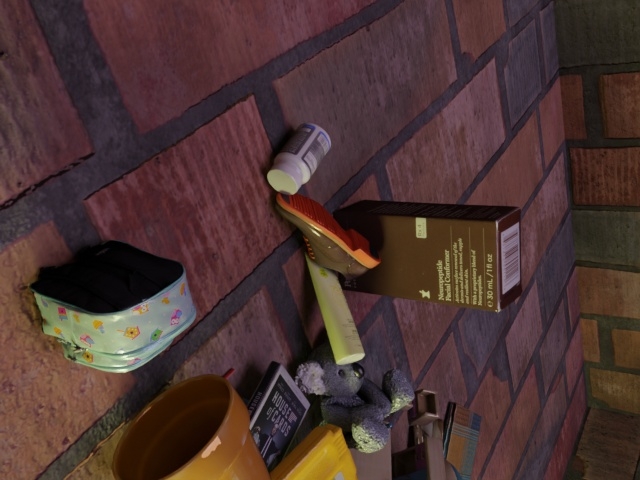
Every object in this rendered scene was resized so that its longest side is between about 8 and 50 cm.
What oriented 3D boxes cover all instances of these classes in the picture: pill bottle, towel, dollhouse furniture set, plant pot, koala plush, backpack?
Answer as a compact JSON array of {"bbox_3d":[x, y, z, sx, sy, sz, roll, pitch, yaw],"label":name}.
[{"bbox_3d":[-0.042,-0.157,1.213,0.137,0.078,0.078,-58,136,-33],"label":"pill bottle"},{"bbox_3d":[0.433,0.726,2.019,0.271,0.040,0.370,38,61,-51],"label":"towel"},{"bbox_3d":[0.119,0.505,1.530,0.303,0.198,0.286,16,55,-24],"label":"dollhouse furniture set"},{"bbox_3d":[-0.173,0.342,0.951,0.205,0.205,0.188,-52,122,-38],"label":"plant pot"},{"bbox_3d":[0.044,0.312,1.338,0.221,0.203,0.196,57,44,-13],"label":"koala plush"},{"bbox_3d":[-0.264,0.089,0.835,0.166,0.188,0.144,-34,121,-49],"label":"backpack"}]

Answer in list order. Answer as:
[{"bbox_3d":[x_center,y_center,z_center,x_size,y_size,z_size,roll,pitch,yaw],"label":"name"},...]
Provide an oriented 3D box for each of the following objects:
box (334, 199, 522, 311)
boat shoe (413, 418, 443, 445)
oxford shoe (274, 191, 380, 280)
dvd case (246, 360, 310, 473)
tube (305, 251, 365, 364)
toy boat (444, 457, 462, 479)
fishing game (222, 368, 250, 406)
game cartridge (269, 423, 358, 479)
[{"bbox_3d":[0.225,0.021,1.346,0.143,0.382,0.191,-22,111,-49],"label":"box"},{"bbox_3d":[0.292,0.642,1.782,0.104,0.089,0.285,2,95,-81],"label":"boat shoe"},{"bbox_3d":[0.000,0.000,1.268,0.271,0.098,0.097,36,23,-27],"label":"oxford shoe"},{"bbox_3d":[-0.106,0.369,1.168,0.238,0.030,0.179,-60,146,-28],"label":"dvd case"},{"bbox_3d":[0.027,0.135,1.300,0.070,0.062,0.240,100,-26,-62],"label":"tube"},{"bbox_3d":[0.302,0.705,1.614,0.318,0.148,0.267,117,-23,-54],"label":"toy boat"},{"bbox_3d":[-0.162,0.380,1.142,0.189,0.041,0.264,-40,125,-48],"label":"fishing game"},{"bbox_3d":[-0.018,0.559,1.215,0.285,0.053,0.323,-37,120,-38],"label":"game cartridge"}]
